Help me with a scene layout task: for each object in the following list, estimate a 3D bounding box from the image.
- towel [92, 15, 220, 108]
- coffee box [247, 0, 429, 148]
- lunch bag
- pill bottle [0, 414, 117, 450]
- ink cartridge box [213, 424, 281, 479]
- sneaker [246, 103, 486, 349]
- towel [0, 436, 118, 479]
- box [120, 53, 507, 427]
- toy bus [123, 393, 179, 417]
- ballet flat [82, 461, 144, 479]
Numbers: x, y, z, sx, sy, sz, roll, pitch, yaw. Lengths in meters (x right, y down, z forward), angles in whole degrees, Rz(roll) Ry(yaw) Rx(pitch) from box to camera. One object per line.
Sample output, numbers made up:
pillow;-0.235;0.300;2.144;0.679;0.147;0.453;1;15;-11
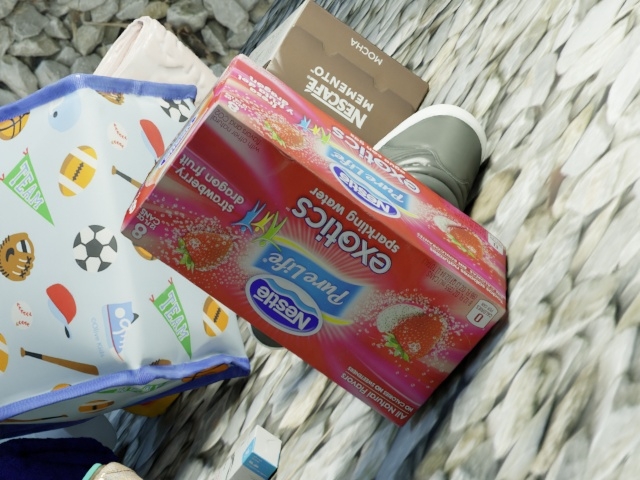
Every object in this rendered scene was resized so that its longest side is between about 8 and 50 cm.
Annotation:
towel;-0.205;-0.061;2.294;0.317;0.332;0.053;-52;46;-3
coffee box;-0.029;-0.129;2.119;0.119;0.168;0.297;-60;12;-26
lunch bag;-0.291;0.032;2.010;0.385;0.328;0.239;-19;-13;33
pill bottle;-0.353;0.299;2.314;0.229;0.131;0.131;-51;12;19
ink cartridge box;-0.070;0.208;1.662;0.083;0.028;0.048;-51;11;21
sneaker;0.022;0.012;1.644;0.296;0.104;0.147;-45;9;26
towel;-0.366;0.357;2.139;0.308;0.076;0.228;-54;-23;13
box;0.000;0.000;1.382;0.128;0.257;0.122;-50;10;22
toy bus;-0.220;0.132;2.209;0.149;0.220;0.211;-54;46;1
ballet flat;-0.236;0.342;1.751;0.316;0.106;0.107;-58;-13;-30
